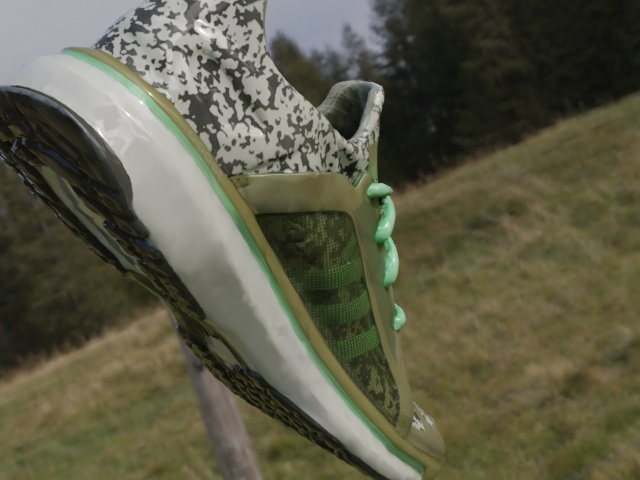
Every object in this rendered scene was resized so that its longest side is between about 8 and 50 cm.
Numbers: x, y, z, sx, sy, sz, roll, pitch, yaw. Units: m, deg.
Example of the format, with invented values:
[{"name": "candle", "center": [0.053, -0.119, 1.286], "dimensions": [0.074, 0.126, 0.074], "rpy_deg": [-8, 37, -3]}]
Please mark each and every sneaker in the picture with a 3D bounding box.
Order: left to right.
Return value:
[{"name": "sneaker", "center": [0.000, 0.000, 0.737], "dimensions": [0.158, 0.410, 0.182], "rpy_deg": [28, 72, 42]}]
